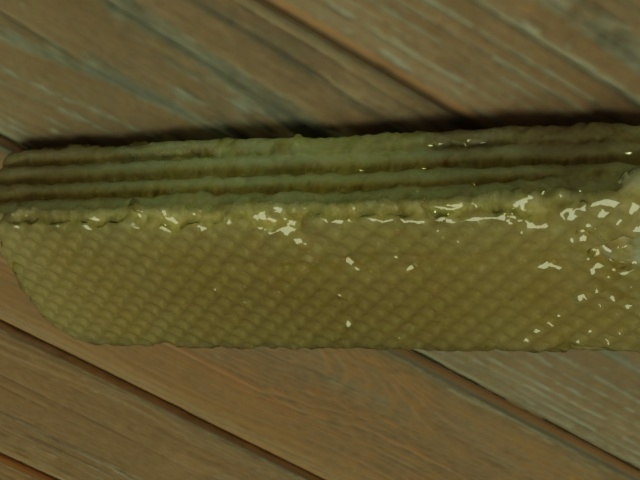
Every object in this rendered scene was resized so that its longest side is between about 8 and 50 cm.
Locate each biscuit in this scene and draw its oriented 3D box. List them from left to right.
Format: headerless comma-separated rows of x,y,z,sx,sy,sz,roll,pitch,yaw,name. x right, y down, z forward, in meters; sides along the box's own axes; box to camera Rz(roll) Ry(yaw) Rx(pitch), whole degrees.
0.000,0.000,0.736,0.426,0.078,0.144,0,138,21,biscuit
